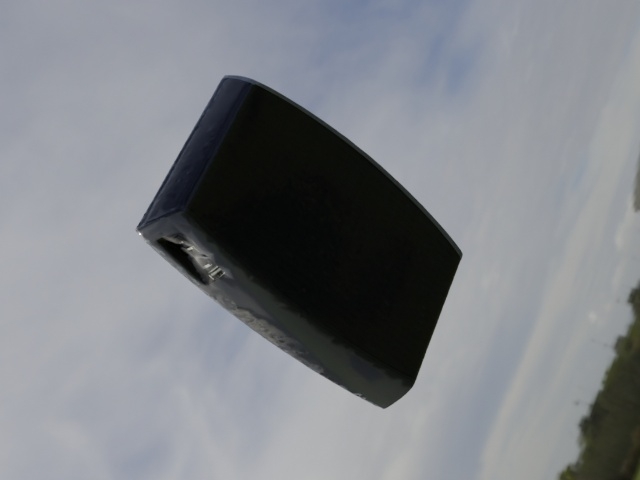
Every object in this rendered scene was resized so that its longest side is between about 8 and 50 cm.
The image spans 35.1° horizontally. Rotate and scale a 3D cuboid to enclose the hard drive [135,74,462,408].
[{"bbox_3d":[0.000,0.000,0.785,0.054,0.254,0.172,-18,40,52],"label":"hard drive"}]
